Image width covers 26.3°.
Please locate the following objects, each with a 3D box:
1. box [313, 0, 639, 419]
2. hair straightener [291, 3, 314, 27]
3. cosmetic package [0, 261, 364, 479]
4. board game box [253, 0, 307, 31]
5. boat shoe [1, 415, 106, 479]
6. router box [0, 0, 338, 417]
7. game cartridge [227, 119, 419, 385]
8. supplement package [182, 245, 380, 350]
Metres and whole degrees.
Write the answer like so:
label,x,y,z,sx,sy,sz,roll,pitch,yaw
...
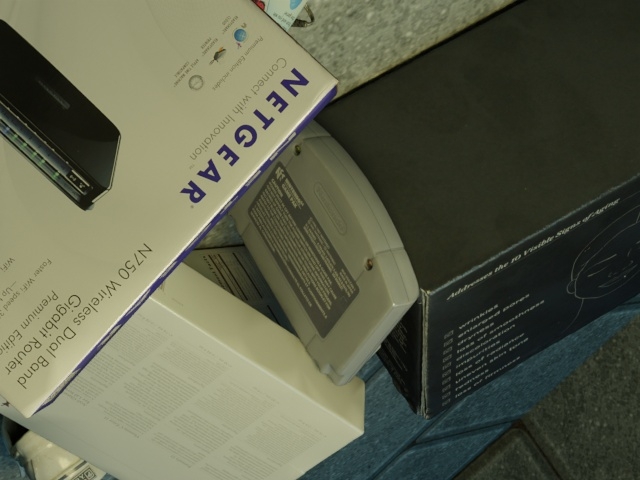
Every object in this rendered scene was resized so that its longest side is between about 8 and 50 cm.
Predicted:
label,x,y,z,sx,sy,sz,roll,pitch,yaw
box,0.263,-0.055,1.860,0.480,0.297,0.472,-29,158,-10
hair straightener,-0.085,-0.230,1.380,0.230,0.047,0.089,-11,148,-43
cosmetic package,-0.178,0.180,1.653,0.377,0.097,0.284,36,122,-25
board game box,-0.104,-0.225,1.143,0.275,0.142,0.144,-55,158,7
boat shoe,-0.376,0.256,1.851,0.136,0.156,0.367,-36,-174,-7
router box,-0.205,-0.095,1.015,0.335,0.301,0.082,-48,180,1
game cartridge,0.000,0.000,1.625,0.060,0.294,0.196,-11,149,-36
supplement package,-0.102,0.141,1.887,0.263,0.198,0.199,-5,144,-48
